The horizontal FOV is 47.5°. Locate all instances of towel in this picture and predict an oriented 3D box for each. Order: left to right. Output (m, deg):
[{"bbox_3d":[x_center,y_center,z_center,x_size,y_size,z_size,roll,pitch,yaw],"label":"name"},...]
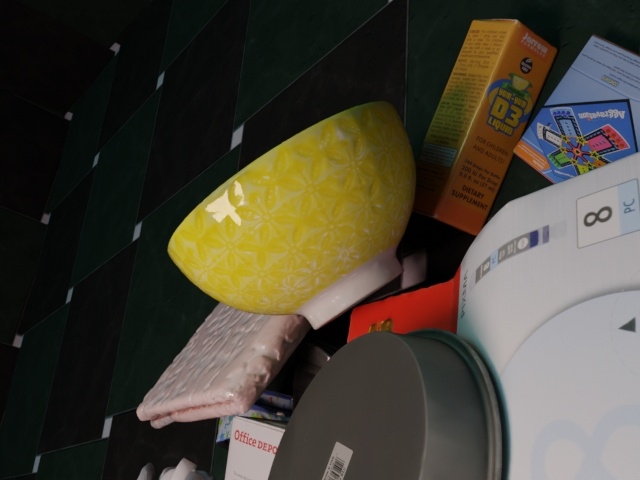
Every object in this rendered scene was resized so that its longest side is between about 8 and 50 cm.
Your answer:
[{"bbox_3d":[-0.090,0.111,0.998,0.317,0.053,0.332,-27,22,52],"label":"towel"}]

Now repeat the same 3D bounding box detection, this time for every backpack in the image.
[{"bbox_3d":[-0.079,0.249,0.981,0.105,0.114,0.084,-31,49,48],"label":"backpack"}]

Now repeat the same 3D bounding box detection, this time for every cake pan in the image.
[{"bbox_3d":[0.030,0.201,0.596,0.293,0.054,0.293,-51,24,33],"label":"cake pan"}]

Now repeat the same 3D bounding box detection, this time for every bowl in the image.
[{"bbox_3d":[0.000,0.000,0.779,0.289,0.289,0.156,-40,80,40],"label":"bowl"}]

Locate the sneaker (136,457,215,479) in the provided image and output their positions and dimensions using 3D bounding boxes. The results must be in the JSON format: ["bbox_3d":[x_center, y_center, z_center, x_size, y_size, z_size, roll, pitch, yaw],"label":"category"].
[{"bbox_3d":[-0.178,0.415,0.942,0.366,0.137,0.210,97,-178,-61],"label":"sneaker"}]

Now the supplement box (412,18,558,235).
[{"bbox_3d":[0.179,-0.130,0.830,0.080,0.078,0.234,24,94,59],"label":"supplement box"}]

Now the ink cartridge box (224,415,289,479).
[{"bbox_3d":[-0.046,0.298,0.792,0.139,0.082,0.191,-6,73,56],"label":"ink cartridge box"}]

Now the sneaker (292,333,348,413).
[{"bbox_3d":[0.048,0.201,0.843,0.286,0.109,0.130,-159,79,-65],"label":"sneaker"}]

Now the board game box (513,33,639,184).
[{"bbox_3d":[0.298,-0.079,0.661,0.145,0.027,0.281,-57,33,18],"label":"board game box"}]

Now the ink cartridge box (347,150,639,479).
[{"bbox_3d":[0.127,0.121,0.596,0.384,0.091,0.308,-22,44,38],"label":"ink cartridge box"}]
